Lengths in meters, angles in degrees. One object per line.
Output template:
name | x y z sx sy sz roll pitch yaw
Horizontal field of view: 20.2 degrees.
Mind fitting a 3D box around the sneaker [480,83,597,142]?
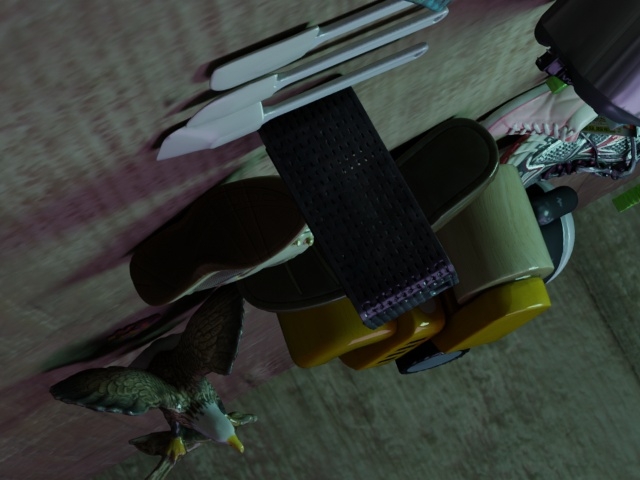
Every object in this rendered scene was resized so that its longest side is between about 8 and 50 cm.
sneaker | 0.242 -0.130 1.960 0.134 0.070 0.051 -27 174 -10

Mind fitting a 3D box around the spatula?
spatula | 0.001 -0.129 1.289 0.242 0.019 0.168 -26 167 -27

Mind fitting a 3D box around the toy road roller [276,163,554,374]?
toy road roller | 0.088 0.042 2.076 0.240 0.202 0.329 -11 165 -31

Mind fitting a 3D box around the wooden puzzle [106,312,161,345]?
wooden puzzle | -0.213 0.102 2.053 0.083 0.006 0.049 -22 170 -42

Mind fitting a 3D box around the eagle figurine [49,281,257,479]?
eagle figurine | -0.167 0.164 2.082 0.225 0.226 0.298 8 151 18

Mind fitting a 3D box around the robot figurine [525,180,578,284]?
robot figurine | 0.218 -0.001 2.363 0.209 0.173 0.278 18 -158 33

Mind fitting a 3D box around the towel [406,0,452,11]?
towel | 0.123 -0.222 1.033 0.271 0.040 0.370 -31 173 17

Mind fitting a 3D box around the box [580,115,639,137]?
box | 0.409 -0.163 2.158 0.207 0.036 0.114 -16 -165 -35

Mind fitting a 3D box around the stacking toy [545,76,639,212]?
stacking toy | 0.352 -0.149 1.863 0.221 0.167 0.052 -33 171 34

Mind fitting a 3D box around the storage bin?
storage bin | 0.030 -0.028 1.426 0.084 0.180 0.122 -30 172 2

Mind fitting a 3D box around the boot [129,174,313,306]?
boot | -0.051 -0.014 1.622 0.213 0.077 0.165 -29 174 38

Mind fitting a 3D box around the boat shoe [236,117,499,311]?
boat shoe | 0.055 -0.013 1.885 0.307 0.111 0.104 -29 171 -1

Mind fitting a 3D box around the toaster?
toaster | 0.282 -0.171 1.458 0.227 0.129 0.146 18 121 -43

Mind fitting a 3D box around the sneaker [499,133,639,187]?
sneaker | 0.338 -0.117 2.240 0.299 0.112 0.121 -26 172 -20
